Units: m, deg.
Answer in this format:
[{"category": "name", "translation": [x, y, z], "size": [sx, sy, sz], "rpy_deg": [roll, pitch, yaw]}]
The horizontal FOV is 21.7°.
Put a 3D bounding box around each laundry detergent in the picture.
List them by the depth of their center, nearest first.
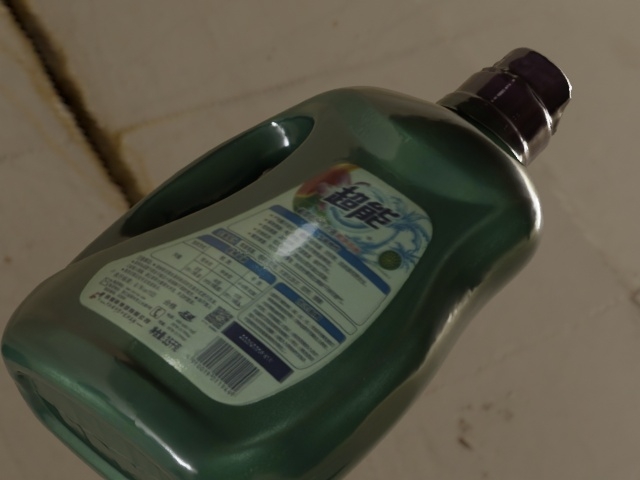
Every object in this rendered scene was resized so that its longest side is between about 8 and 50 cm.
[{"category": "laundry detergent", "translation": [0.000, 0.000, 0.603], "size": [0.144, 0.078, 0.221], "rpy_deg": [26, -119, 38]}]
